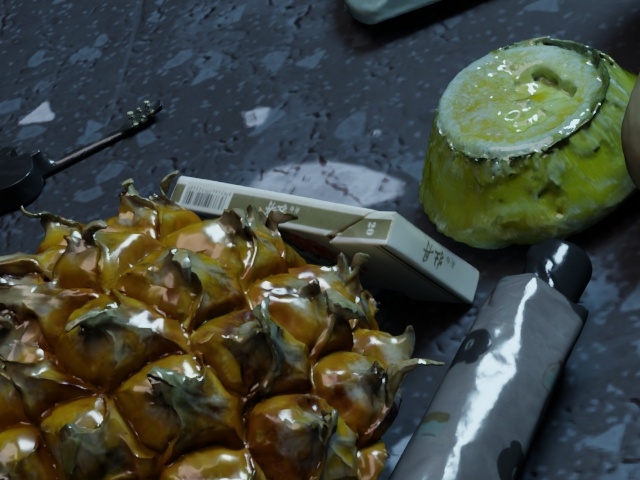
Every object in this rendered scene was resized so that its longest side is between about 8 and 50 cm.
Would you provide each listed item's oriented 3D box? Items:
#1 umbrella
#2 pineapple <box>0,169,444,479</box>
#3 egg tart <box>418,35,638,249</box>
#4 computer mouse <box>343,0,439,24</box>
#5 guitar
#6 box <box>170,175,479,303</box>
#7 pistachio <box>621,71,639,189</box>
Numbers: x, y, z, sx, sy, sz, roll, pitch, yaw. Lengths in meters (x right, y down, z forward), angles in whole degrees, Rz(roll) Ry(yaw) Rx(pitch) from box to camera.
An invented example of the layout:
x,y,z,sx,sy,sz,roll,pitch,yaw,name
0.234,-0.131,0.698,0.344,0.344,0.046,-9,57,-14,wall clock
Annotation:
x,y,z,sx,sy,sz,roll,pitch,yaw,name
0.084,0.123,0.970,0.337,0.067,0.073,-57,4,-36,umbrella
-0.099,0.058,0.933,0.209,0.286,0.344,-42,26,33,pineapple
0.151,-0.074,1.171,0.197,0.078,0.197,-16,39,13,egg tart
0.118,-0.256,1.425,0.231,0.079,0.128,-35,31,14,computer mouse
-0.241,-0.065,1.437,0.233,0.025,0.088,-27,35,-2,guitar
0.000,0.000,1.141,0.198,0.109,0.029,11,75,40,box
0.251,-0.079,1.085,0.113,0.113,0.149,1,56,32,pistachio
